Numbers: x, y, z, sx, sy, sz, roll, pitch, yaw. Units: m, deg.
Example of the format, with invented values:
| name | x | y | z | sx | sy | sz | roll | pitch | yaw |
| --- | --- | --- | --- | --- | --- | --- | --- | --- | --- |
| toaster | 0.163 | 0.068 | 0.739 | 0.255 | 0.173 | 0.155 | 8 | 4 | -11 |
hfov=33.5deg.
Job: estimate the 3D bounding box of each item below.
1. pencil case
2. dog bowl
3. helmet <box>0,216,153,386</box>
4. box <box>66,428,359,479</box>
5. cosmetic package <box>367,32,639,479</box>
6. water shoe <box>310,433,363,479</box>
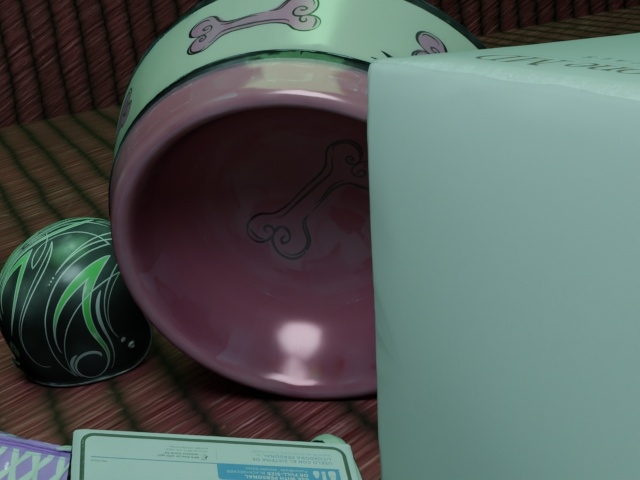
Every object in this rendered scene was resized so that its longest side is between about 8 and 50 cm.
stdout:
| name | x | y | z | sx | sy | sz | roll | pitch | yaw |
| --- | --- | --- | --- | --- | --- | --- | --- | --- | --- |
| pencil case | -0.246 | 0.192 | 0.854 | 0.206 | 0.088 | 0.086 | 3 | 19 | 30 |
| dog bowl | -0.008 | -0.023 | 0.969 | 0.408 | 0.408 | 0.150 | -3 | 36 | 13 |
| helmet | -0.263 | 0.058 | 1.141 | 0.169 | 0.162 | 0.169 | -6 | 18 | 2 |
| box | -0.044 | 0.224 | 0.507 | 0.169 | 0.087 | 0.290 | 7 | 31 | -14 |
| cosmetic package | 0.281 | 0.041 | 0.674 | 0.393 | 0.327 | 0.329 | -11 | 18 | -28 |
| water shoe | -0.003 | 0.202 | 0.755 | 0.080 | 0.073 | 0.203 | -12 | 18 | -8 |
